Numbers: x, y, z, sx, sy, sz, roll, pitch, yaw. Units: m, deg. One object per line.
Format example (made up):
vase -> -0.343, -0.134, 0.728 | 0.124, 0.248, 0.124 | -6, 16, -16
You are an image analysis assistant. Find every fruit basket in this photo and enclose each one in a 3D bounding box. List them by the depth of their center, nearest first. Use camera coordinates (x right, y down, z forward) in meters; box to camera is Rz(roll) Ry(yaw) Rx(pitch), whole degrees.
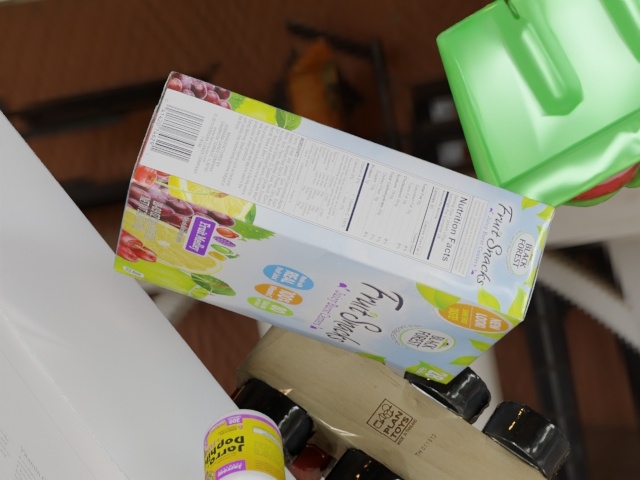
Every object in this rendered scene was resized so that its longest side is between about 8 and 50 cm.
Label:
fruit basket -> 0.316, -0.088, 1.524 | 0.392, 0.392, 0.283 | -10, 7, 12

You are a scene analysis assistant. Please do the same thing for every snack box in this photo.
snack box -> 0.000, 0.000, 0.999 | 0.207, 0.070, 0.174 | 18, -17, -3

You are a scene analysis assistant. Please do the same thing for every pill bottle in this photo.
pill bottle -> -0.040, 0.129, 0.992 | 0.043, 0.043, 0.083 | -11, 31, 0

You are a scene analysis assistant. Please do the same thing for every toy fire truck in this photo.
toy fire truck -> 0.056, 0.149, 1.305 | 0.158, 0.217, 0.246 | -52, -12, -21

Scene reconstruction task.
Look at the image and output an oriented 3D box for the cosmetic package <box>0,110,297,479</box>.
cosmetic package -> -0.161, 0.144, 1.199 | 0.097, 0.377, 0.284 | -24, -30, -31
